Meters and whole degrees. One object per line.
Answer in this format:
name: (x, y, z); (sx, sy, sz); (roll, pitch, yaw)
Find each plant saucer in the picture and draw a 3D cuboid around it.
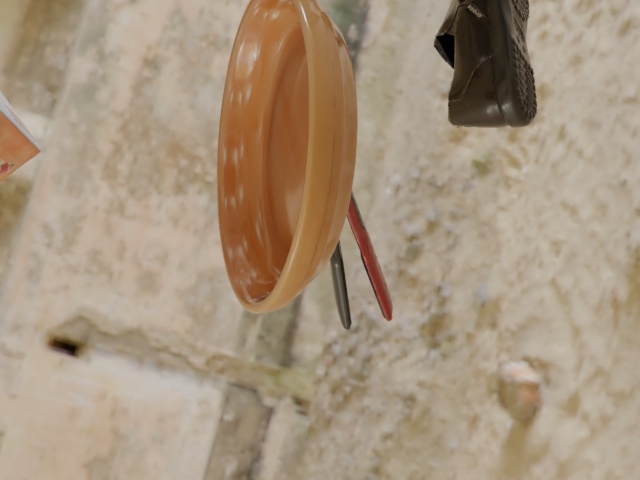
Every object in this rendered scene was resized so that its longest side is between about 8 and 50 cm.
plant saucer: (-0.021, -0.056, 0.813); (0.200, 0.037, 0.200); (-177, 90, -72)

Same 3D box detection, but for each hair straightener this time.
hair straightener: (0.000, 0.000, 1.212); (0.230, 0.089, 0.047); (70, -172, -46)

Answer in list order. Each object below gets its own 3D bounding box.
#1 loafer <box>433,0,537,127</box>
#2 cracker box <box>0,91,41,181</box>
loafer: (0.128, -0.183, 1.125); (0.078, 0.080, 0.220); (-14, 50, 21)
cracker box: (-0.349, -0.168, 1.167); (0.067, 0.232, 0.156); (-37, -24, -3)
